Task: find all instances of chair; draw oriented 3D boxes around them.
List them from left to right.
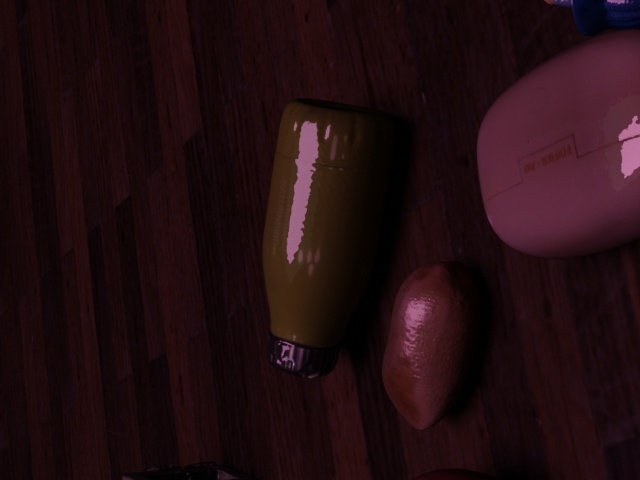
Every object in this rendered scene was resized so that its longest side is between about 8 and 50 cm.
[{"bbox_3d":[-0.176,0.335,1.330,0.270,0.136,0.147,3,90,60],"label":"chair"}]

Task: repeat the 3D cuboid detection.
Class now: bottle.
[{"bbox_3d":[0.000,0.000,1.078,0.112,0.112,0.260,27,112,55],"label":"bottle"}]

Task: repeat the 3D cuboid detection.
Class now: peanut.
[{"bbox_3d":[0.095,0.090,0.963,0.076,0.076,0.152,29,111,55],"label":"peanut"}]

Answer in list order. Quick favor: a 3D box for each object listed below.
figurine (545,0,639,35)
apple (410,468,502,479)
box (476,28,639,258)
[{"bbox_3d":[0.206,-0.190,0.811,0.136,0.079,0.077,-103,26,-67],"label":"figurine"},{"bbox_3d":[0.112,0.253,0.884,0.153,0.120,0.153,-9,79,64],"label":"apple"},{"bbox_3d":[0.191,-0.064,0.794,0.200,0.088,0.145,-28,67,56],"label":"box"}]
